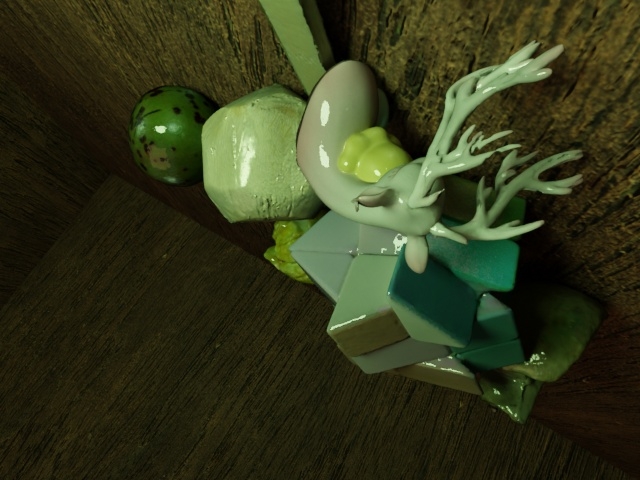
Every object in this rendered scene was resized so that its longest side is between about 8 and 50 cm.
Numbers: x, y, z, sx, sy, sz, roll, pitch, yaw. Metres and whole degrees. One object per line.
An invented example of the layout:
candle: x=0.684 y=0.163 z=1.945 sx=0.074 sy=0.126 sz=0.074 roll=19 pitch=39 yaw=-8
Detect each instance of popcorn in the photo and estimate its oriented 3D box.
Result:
popcorn: x=0.000 y=0.003 z=1.182 sx=0.276 sy=0.277 sz=0.225 roll=36 pitch=128 yaw=-16

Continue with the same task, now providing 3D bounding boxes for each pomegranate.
pomegranate: x=-0.297 y=-0.242 z=1.002 sx=0.305 sy=0.243 sz=0.242 roll=1 pitch=152 yaw=24

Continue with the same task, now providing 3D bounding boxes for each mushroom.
mushroom: x=0.379 y=0.170 z=0.834 sx=0.217 sy=0.292 sz=0.212 roll=40 pitch=168 yaw=26

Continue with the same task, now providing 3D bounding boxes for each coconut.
coconut: x=-0.093 y=-0.158 z=0.789 sx=0.244 sy=0.248 sz=0.245 roll=-2 pitch=-178 yaw=0

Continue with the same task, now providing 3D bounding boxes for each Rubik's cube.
Rubik's cube: x=0.170 y=0.058 z=0.756 sx=0.368 sy=0.387 sz=0.358 roll=43 pitch=173 yaw=46

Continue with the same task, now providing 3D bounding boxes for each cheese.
cheese: x=-0.029 y=-0.275 z=0.552 sx=0.085 sy=0.034 sz=0.400 roll=32 pitch=176 yaw=19

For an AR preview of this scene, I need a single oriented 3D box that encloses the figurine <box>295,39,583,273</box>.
figurine: x=0.125 y=-0.118 z=0.541 sx=0.316 sy=0.284 sz=0.206 roll=54 pitch=-172 yaw=37
